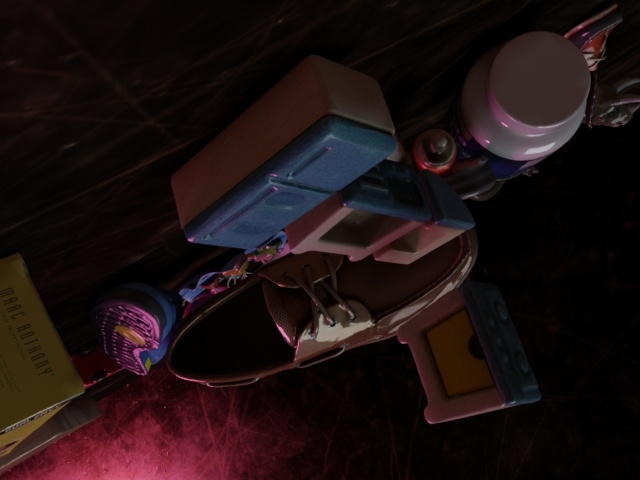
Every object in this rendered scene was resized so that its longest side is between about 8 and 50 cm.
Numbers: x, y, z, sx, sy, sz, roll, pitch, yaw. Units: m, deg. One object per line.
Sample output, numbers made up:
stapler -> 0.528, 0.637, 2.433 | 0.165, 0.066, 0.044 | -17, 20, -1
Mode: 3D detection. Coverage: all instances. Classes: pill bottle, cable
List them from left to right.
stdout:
cable -> 0.075, -0.069, 0.650 | 0.140, 0.072, 0.287 | -7, -173, 9
pill bottle -> 0.155, -0.106, 0.591 | 0.094, 0.094, 0.169 | -30, 175, 0

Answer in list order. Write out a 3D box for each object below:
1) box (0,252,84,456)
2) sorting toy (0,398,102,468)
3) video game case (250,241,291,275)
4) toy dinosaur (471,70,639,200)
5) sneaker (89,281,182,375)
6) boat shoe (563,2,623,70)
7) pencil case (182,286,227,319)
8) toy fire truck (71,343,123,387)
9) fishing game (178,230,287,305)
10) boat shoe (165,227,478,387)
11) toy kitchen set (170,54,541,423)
box -> -0.217, 0.092, 0.460 | 0.058, 0.087, 0.232 | -24, 174, -37
sorting toy -> -0.376, 0.214, 0.747 | 0.257, 0.089, 0.255 | -30, 176, -12
video game case -> 0.000, 0.000, 1.193 | 0.206, 0.026, 0.227 | -28, 175, -26
toy dinosaur -> 0.243, -0.139, 0.858 | 0.314, 0.121, 0.160 | -20, 158, -41
sneaker -> -0.167, 0.066, 0.702 | 0.082, 0.069, 0.209 | -60, -178, -26
boat shoe -> 0.252, -0.181, 0.711 | 0.049, 0.043, 0.137 | -27, 174, -14
pencil case -> -0.168, 0.135, 1.165 | 0.104, 0.104, 0.236 | -29, 175, -15
toy fire truck -> -0.272, 0.155, 1.022 | 0.192, 0.047, 0.135 | -26, 175, -40
fishing game -> -0.090, 0.033, 0.908 | 0.264, 0.041, 0.189 | -31, 178, 4
boat shoe -> -0.005, 0.062, 0.689 | 0.324, 0.123, 0.116 | -30, 174, 18
toy kitchen set -> 0.047, 0.019, 0.425 | 0.207, 0.166, 0.122 | 8, 147, -46
